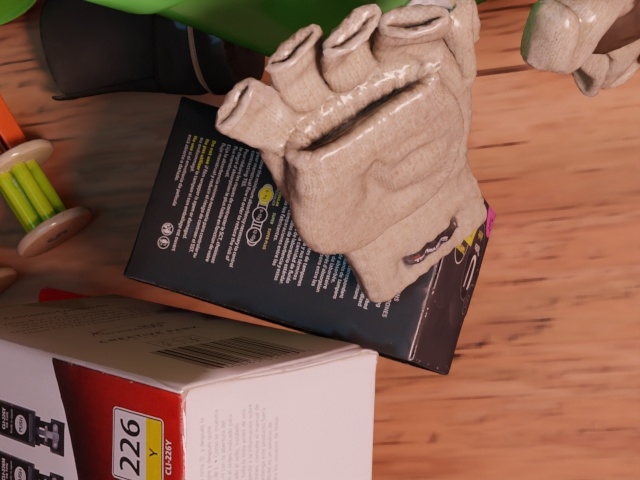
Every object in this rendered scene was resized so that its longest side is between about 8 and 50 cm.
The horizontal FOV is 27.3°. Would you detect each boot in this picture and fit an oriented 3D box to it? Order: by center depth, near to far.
[{"bbox_3d":[-0.116,-0.179,0.779,0.137,0.077,0.198,-4,93,24],"label":"boot"}]

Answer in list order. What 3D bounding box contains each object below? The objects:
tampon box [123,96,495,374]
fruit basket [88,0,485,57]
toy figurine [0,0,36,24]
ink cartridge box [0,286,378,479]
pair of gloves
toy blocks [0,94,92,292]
[{"bbox_3d":[0.000,0.000,0.718,0.161,0.120,0.101,16,86,16],"label":"tampon box"},{"bbox_3d":[-0.053,-0.286,0.546,0.283,0.392,0.392,-21,88,19],"label":"fruit basket"},{"bbox_3d":[-0.246,-0.214,0.808,0.173,0.130,0.159,140,125,-61],"label":"toy figurine"},{"bbox_3d":[-0.115,0.193,0.687,0.272,0.130,0.309,8,99,43],"label":"ink cartridge box"},{"bbox_3d":[0.079,-0.084,0.548,0.240,0.204,0.042,-41,66,2],"label":"pair of gloves"},{"bbox_3d":[-0.229,-0.045,0.837,0.123,0.054,0.148,-36,83,19],"label":"toy blocks"}]
